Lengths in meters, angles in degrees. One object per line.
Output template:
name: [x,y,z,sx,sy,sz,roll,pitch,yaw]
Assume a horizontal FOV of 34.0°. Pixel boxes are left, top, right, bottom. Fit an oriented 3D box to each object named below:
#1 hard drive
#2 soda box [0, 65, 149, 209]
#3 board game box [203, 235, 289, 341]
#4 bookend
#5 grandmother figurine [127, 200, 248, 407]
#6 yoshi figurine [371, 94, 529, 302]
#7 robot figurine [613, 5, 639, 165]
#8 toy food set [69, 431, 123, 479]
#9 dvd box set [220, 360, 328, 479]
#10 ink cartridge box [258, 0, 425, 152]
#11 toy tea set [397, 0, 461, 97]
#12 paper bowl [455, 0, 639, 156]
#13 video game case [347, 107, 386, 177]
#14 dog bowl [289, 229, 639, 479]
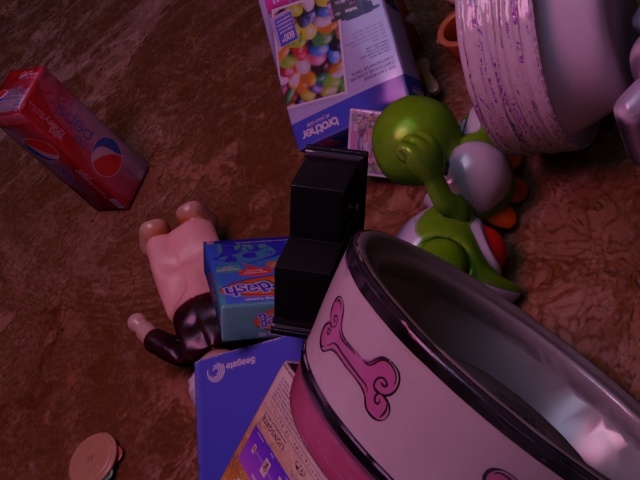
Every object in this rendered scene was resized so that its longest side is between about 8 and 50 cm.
hard drive: [-0.042,0.266,1.144,0.210,0.040,0.319,-18,64,28]
soda box: [-0.393,-0.156,1.650,0.083,0.263,0.092,1,58,37]
board game box: [-0.054,0.052,1.278,0.160,0.047,0.210,-4,22,-12]
bookend: [0.000,0.000,1.138,0.072,0.157,0.156,8,30,10]
grandmother figurine: [-0.151,0.095,1.393,0.208,0.104,0.342,-30,46,11]
yoshi figurine: [0.112,-0.028,1.222,0.203,0.203,0.362,-9,49,40]
robot figurine: [0.466,-0.207,1.082,0.353,0.200,0.300,-44,57,-1]
toy food set: [-0.301,0.295,1.400,0.082,0.020,0.083,-41,42,3]
dvd box set: [-0.038,0.371,0.977,0.307,0.062,0.420,48,117,48]
ink cartridge box: [0.031,-0.248,1.444,0.186,0.065,0.311,-21,78,27]
toy tea set: [0.175,-0.332,1.462,0.336,0.124,0.200,-34,43,10]
paper bowl: [0.273,-0.243,1.198,0.148,0.284,0.284,-6,54,31]
video game case: [0.094,-0.125,1.375,0.122,0.011,0.087,9,106,21]
dog bowl: [0.151,0.169,0.900,0.150,0.408,0.408,-54,41,12]
